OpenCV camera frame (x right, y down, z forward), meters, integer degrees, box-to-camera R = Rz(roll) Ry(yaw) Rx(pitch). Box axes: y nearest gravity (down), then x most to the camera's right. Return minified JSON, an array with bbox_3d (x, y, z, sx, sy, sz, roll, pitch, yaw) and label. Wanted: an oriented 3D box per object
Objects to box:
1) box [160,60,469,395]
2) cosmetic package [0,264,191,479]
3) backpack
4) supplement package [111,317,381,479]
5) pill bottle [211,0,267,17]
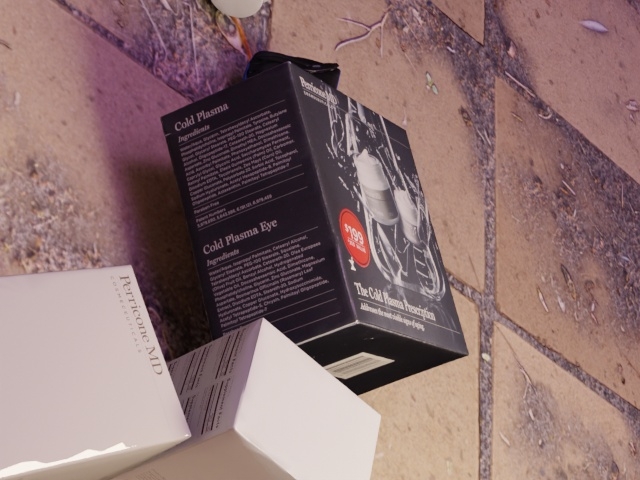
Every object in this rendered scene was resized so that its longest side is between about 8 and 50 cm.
[{"bbox_3d":[0.000,0.000,1.868,0.343,0.179,0.312,21,50,-63],"label":"box"},{"bbox_3d":[-0.317,0.145,1.465,0.366,0.155,0.197,-7,72,-52],"label":"cosmetic package"},{"bbox_3d":[-0.047,-0.183,2.064,0.120,0.101,0.098,17,44,-5],"label":"backpack"},{"bbox_3d":[-0.082,0.220,1.670,0.194,0.203,0.149,42,40,-27],"label":"supplement package"},{"bbox_3d":[-0.090,-0.381,2.128,0.103,0.103,0.184,44,39,-24],"label":"pill bottle"}]
